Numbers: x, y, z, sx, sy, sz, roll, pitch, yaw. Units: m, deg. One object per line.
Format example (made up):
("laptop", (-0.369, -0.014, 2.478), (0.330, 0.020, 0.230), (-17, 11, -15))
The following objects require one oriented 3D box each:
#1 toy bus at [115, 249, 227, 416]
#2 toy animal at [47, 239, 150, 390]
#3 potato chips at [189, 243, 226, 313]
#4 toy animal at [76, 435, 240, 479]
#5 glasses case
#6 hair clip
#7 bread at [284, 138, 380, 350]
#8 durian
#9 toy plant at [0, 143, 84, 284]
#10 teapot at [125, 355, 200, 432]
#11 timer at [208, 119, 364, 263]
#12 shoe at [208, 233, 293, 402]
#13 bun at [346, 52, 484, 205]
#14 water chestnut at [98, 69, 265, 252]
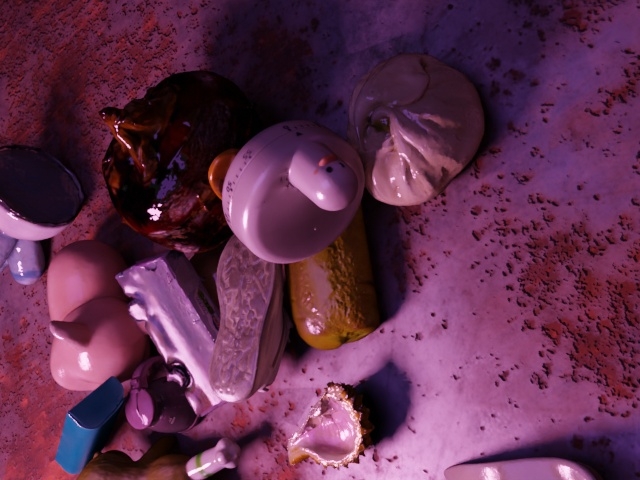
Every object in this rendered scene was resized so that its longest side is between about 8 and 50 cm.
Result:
("toy bus", (-0.251, 0.165, 1.628), (0.138, 0.112, 0.317), (-31, 92, 25))
("toy animal", (-0.461, 0.155, 1.778), (0.269, 0.237, 0.326), (-20, 78, 61))
("potato chips", (-0.226, 0.106, 1.698), (0.208, 0.062, 0.195), (-33, 72, 26))
("toy animal", (-0.299, 0.483, 1.676), (0.363, 0.180, 0.181), (-12, 87, 11))
("glasses case", (-0.459, 0.381, 1.735), (0.070, 0.117, 0.301), (42, 145, 8))
("hair clip", (0.305, 0.400, 1.285), (0.282, 0.113, 0.172), (-26, 73, 31))
("bread", (0.000, 0.000, 1.516), (0.166, 0.112, 0.383), (-14, 78, 33))
("durian", (0.020, 0.335, 1.511), (0.224, 0.078, 0.140), (-43, 77, 36))
("toy plant", (-0.713, -0.026, 1.959), (0.332, 0.247, 0.247), (-46, 64, 31))
("teapot", (-0.309, 0.309, 1.690), (0.116, 0.146, 0.148), (14, 95, 34))
("timer", (-0.029, -0.067, 1.345), (0.240, 0.233, 0.233), (43, 111, 40))
("shoe", (-0.109, 0.138, 1.563), (0.124, 0.159, 0.316), (5, 78, 28))
("bun", (0.141, -0.185, 1.404), (0.259, 0.160, 0.259), (-3, 84, 32))
("water chestnut", (-0.267, -0.160, 1.559), (0.335, 0.347, 0.335), (-24, 55, 38))
